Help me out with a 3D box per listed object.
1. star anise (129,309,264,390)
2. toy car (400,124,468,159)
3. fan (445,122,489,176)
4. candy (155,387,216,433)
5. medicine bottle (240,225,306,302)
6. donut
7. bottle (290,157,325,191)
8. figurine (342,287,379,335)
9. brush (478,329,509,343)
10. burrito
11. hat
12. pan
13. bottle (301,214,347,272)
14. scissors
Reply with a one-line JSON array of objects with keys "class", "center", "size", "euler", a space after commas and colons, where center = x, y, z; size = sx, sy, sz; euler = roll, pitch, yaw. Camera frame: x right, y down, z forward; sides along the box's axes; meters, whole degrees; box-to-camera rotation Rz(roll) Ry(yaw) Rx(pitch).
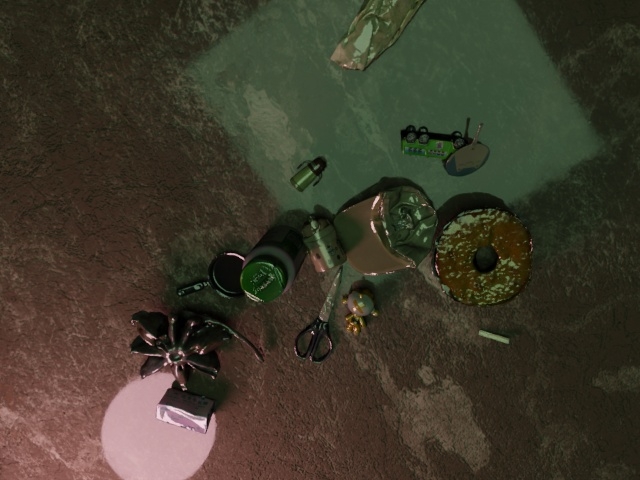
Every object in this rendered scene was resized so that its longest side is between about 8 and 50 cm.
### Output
[{"class": "star anise", "center": [-0.382, 0.301, 1.576], "size": [0.316, 0.139, 0.359], "euler": [-35, 114, 23]}, {"class": "toy car", "center": [0.277, -0.238, 1.358], "size": [0.165, 0.071, 0.062], "euler": [7, 117, 3]}, {"class": "fan", "center": [0.362, -0.215, 1.327], "size": [0.113, 0.005, 0.175], "euler": [-10, 146, -11]}, {"class": "candy", "center": [-0.401, 0.506, 1.643], "size": [0.160, 0.092, 0.073], "euler": [17, 112, 0]}, {"class": "medicine bottle", "center": [-0.116, 0.058, 1.384], "size": [0.133, 0.274, 0.133], "euler": [2, 106, 6]}, {"class": "donut", "center": [0.411, 0.035, 1.405], "size": [0.272, 0.107, 0.272], "euler": [3, 110, 9]}, {"class": "bottle", "center": [-0.028, -0.172, 1.430], "size": [0.101, 0.047, 0.063], "euler": [-41, 125, 11]}, {"class": "figurine", "center": [0.099, 0.193, 1.508], "size": [0.101, 0.068, 0.143], "euler": [41, 123, 2]}, {"class": "brush", "center": [0.472, 0.261, 1.504], "size": [0.084, 0.013, 0.016], "euler": [16, 103, 10]}, {"class": "burrito", "center": [0.175, -0.557, 1.275], "size": [0.117, 0.076, 0.392], "euler": [37, 106, -5]}, {"class": "hat", "center": [0.169, -0.034, 1.434], "size": [0.245, 0.149, 0.214], "euler": [-9, 108, 48]}, {"class": "pan", "center": [-0.295, 0.111, 1.550], "size": [0.235, 0.028, 0.136], "euler": [-17, 102, 8]}, {"class": "bottle", "center": [0.001, 0.000, 1.448], "size": [0.099, 0.099, 0.152], "euler": [-24, 99, 13]}, {"class": "scissors", "center": [0.010, 0.210, 1.544], "size": [0.109, 0.022, 0.300], "euler": [18, 106, -2]}]
